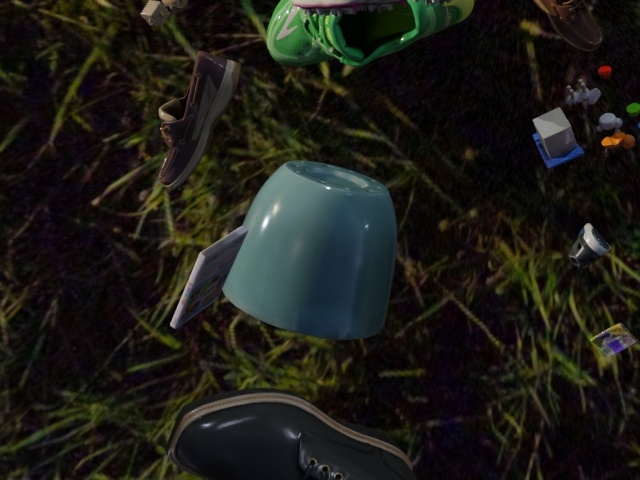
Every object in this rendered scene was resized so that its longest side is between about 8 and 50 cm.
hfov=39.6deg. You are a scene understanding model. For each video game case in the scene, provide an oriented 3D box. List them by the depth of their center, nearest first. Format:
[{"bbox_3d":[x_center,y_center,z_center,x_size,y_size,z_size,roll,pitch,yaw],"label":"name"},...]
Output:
[{"bbox_3d":[-0.133,0.044,1.058,0.011,0.087,0.122,36,126,12],"label":"video game case"}]

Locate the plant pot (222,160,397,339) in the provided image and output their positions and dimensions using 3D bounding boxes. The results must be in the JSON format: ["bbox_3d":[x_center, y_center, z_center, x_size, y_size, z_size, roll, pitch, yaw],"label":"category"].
[{"bbox_3d":[0.000,0.000,1.513,0.293,0.293,0.235,17,106,7],"label":"plant pot"}]

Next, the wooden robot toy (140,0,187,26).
[{"bbox_3d":[-0.237,-0.410,1.365,0.079,0.076,0.173,15,86,36],"label":"wooden robot toy"}]

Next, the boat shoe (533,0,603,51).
[{"bbox_3d":[0.447,-0.417,1.603,0.064,0.060,0.178,-42,92,-16],"label":"boat shoe"}]

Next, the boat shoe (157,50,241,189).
[{"bbox_3d":[-0.295,-0.263,1.936,0.123,0.123,0.342,21,126,-22],"label":"boat shoe"}]

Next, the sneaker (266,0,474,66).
[{"bbox_3d":[0.031,-0.260,1.020,0.295,0.123,0.109,-5,114,46],"label":"sneaker"}]

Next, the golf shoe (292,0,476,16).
[{"bbox_3d":[0.094,-0.274,0.775,0.306,0.115,0.140,6,106,37],"label":"golf shoe"}]

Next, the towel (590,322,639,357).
[{"bbox_3d":[0.608,0.207,1.838,0.060,0.009,0.083,45,130,-9],"label":"towel"}]

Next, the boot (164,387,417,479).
[{"bbox_3d":[0.005,0.169,0.596,0.198,0.137,0.077,15,104,-28],"label":"boot"}]

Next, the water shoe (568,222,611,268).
[{"bbox_3d":[0.545,0.014,1.832,0.080,0.203,0.073,-42,77,15],"label":"water shoe"}]

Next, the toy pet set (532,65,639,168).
[{"bbox_3d":[0.311,-0.123,1.029,0.114,0.122,0.065,-24,134,11],"label":"toy pet set"}]
